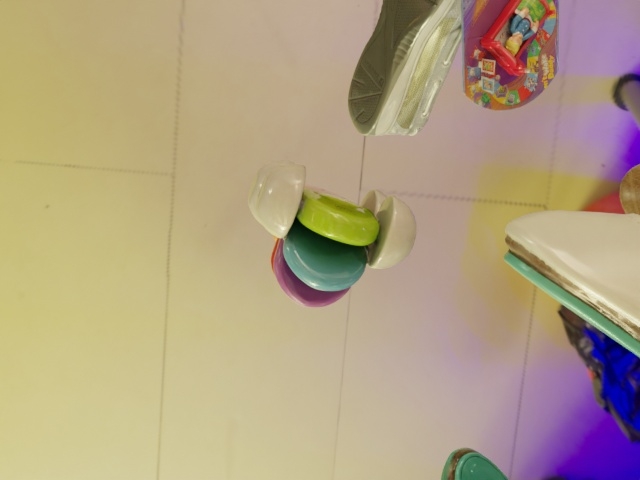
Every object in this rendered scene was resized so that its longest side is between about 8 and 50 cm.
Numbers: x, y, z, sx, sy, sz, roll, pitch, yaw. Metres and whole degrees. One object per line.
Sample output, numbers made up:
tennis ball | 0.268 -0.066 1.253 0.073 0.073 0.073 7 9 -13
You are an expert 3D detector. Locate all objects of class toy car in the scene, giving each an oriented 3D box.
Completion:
toy car | 0.000 0.000 1.082 0.159 0.182 0.136 18 94 -12

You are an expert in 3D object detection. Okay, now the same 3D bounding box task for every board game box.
board game box | 0.214 -0.220 1.127 0.133 0.033 0.168 -13 112 -26

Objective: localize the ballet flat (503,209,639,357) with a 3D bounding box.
ballet flat | 0.304 0.067 0.700 0.400 0.139 0.139 35 101 -11

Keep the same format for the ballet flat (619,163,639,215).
ballet flat | 0.454 0.017 1.023 0.342 0.124 0.116 39 81 11

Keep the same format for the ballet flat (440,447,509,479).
ballet flat | 0.165 0.296 0.966 0.083 0.087 0.247 -43 102 -32

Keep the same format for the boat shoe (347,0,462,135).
boat shoe | 0.137 -0.263 1.299 0.103 0.118 0.320 2 129 -30
